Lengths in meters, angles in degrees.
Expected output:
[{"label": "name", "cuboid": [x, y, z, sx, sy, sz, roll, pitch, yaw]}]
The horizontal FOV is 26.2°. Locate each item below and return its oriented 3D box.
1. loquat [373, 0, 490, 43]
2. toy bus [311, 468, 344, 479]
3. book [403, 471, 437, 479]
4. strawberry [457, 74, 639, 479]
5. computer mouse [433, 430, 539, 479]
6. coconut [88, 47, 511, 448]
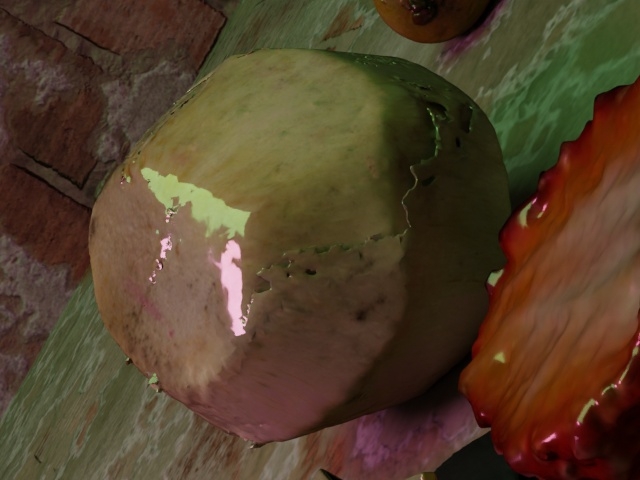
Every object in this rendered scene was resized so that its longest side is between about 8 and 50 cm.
[{"label": "loquat", "cuboid": [0.128, -0.297, 1.550, 0.163, 0.137, 0.163, -32, 30, 21]}, {"label": "toy bus", "cuboid": [-0.004, 0.271, 1.013, 0.182, 0.103, 0.091, -59, 17, -2]}, {"label": "book", "cuboid": [0.041, 0.275, 0.830, 0.170, 0.018, 0.241, 140, 129, -58]}, {"label": "strawberry", "cuboid": [0.203, 0.036, 0.819, 0.336, 0.149, 0.265, 140, 150, -69]}, {"label": "computer mouse", "cuboid": [0.096, 0.232, 0.840, 0.168, 0.087, 0.295, -54, 20, 23]}, {"label": "coconut", "cuboid": [0.000, 0.000, 1.165, 0.352, 0.353, 0.352, -50, 20, 25]}]
